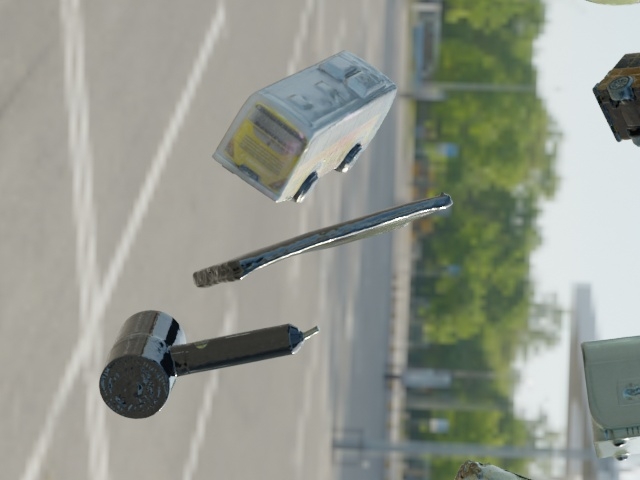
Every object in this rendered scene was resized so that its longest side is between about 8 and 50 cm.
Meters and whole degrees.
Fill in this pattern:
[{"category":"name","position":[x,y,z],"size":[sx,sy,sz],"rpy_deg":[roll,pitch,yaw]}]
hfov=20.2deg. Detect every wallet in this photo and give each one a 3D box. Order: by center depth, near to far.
[{"category":"wallet","position":[0.000,0.001,1.998],"size":[0.146,0.285,0.030],"rpy_deg":[-13,-86,65]}]

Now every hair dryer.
[{"category":"hair dryer","position":[-0.106,0.107,1.780],"size":[0.124,0.219,0.071],"rpy_deg":[-75,151,-67]}]

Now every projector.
[{"category":"projector","position":[0.370,0.157,1.816],"size":[0.250,0.198,0.108],"rpy_deg":[54,29,-75]}]

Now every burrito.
[{"category":"burrito","position":[0.259,0.320,2.266],"size":[0.045,0.185,0.041],"rpy_deg":[-84,-166,-68]}]

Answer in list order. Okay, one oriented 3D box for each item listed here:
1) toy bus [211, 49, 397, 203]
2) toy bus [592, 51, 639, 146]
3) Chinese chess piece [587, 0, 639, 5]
[{"category":"toy bus","position":[-0.010,-0.111,1.708],"size":[0.106,0.092,0.268],"rpy_deg":[-58,170,24]},{"category":"toy bus","position":[0.430,-0.176,2.136],"size":[0.103,0.182,0.091],"rpy_deg":[-47,120,-32]},{"category":"Chinese chess piece","position":[0.342,-0.385,2.002],"size":[0.101,0.250,0.250],"rpy_deg":[19,68,-47]}]
